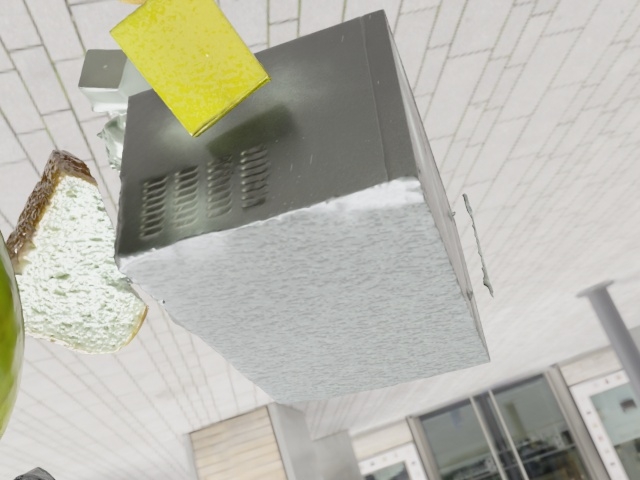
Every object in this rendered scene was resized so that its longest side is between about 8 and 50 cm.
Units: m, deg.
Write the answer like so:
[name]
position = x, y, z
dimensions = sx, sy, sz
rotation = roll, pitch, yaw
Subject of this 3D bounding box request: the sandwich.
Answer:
[sandwich]
position = -0.363, 0.032, 1.061
dimensions = 0.254, 0.099, 0.288
rotation = 24, 102, -35

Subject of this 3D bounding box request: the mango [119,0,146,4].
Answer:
[mango]
position = -0.239, -0.350, 0.778
dimensions = 0.115, 0.178, 0.090
rotation = -49, -171, 13

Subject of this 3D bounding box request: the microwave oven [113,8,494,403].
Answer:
[microwave oven]
position = -0.004, 0.001, 0.841
dimensions = 0.375, 0.236, 0.432
rotation = -15, 144, 15

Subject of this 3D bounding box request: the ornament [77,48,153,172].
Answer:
[ornament]
position = -0.314, -0.213, 1.152
dimensions = 0.130, 0.120, 0.285
rotation = 14, 150, 0

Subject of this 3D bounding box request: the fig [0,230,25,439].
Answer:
[fig]
position = -0.343, 0.038, 0.476
dimensions = 0.258, 0.326, 0.258
rotation = -11, 139, -10

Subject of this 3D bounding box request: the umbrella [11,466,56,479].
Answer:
[umbrella]
position = -0.496, 0.405, 1.050
dimensions = 0.071, 0.080, 0.224
rotation = -58, 159, -1

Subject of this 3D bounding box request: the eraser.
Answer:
[eraser]
position = -0.120, -0.173, 0.646
dimensions = 0.097, 0.122, 0.045
rotation = -36, -172, 4
